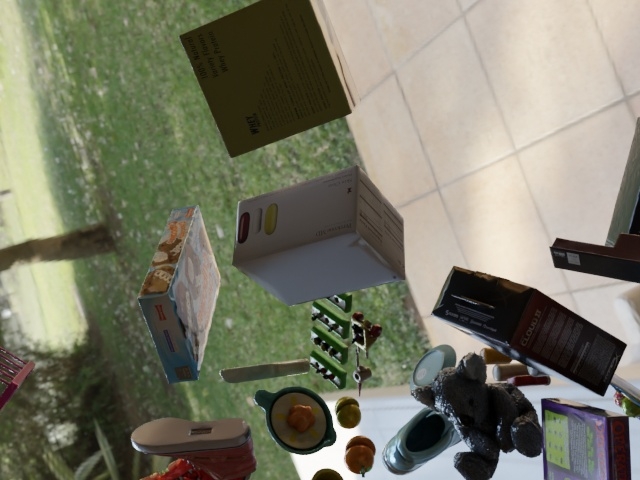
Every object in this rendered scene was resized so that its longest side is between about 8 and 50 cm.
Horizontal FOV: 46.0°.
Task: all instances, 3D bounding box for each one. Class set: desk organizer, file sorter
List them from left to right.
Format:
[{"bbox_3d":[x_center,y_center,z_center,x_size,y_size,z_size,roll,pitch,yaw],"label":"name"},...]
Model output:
[{"bbox_3d":[-0.844,0.360,1.817,0.182,0.202,0.291,35,173,-11],"label":"file sorter"},{"bbox_3d":[0.399,0.018,1.067,0.130,0.050,0.047,11,143,38],"label":"desk organizer"}]

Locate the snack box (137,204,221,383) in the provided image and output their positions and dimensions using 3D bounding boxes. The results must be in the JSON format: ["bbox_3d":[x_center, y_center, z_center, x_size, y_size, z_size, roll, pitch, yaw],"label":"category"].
[{"bbox_3d":[-0.253,0.090,1.406,0.322,0.060,0.187,-89,-12,-60],"label":"snack box"}]

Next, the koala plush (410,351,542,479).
[{"bbox_3d":[0.303,0.331,1.512,0.221,0.203,0.196,40,120,-18],"label":"koala plush"}]

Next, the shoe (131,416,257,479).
[{"bbox_3d":[-0.180,0.304,1.084,0.063,0.178,0.081,-76,-22,-62],"label":"shoe"}]

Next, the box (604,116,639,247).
[{"bbox_3d":[0.694,-0.056,1.340,0.183,0.297,0.293,-28,-50,-78],"label":"box"}]

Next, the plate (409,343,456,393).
[{"bbox_3d":[0.323,0.382,2.217,0.024,0.188,0.188,38,165,-21],"label":"plate"}]

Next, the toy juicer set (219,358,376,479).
[{"bbox_3d":[-0.016,0.325,1.432,0.329,0.209,0.089,52,141,17],"label":"toy juicer set"}]

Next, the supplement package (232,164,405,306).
[{"bbox_3d":[0.000,0.000,1.423,0.204,0.262,0.145,42,-140,-48],"label":"supplement package"}]

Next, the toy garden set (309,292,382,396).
[{"bbox_3d":[0.039,0.222,1.594,0.204,0.049,0.244,32,130,43],"label":"toy garden set"}]

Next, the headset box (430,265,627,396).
[{"bbox_3d":[0.359,0.153,1.348,0.218,0.293,0.110,17,80,60],"label":"headset box"}]

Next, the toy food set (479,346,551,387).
[{"bbox_3d":[0.454,0.257,1.625,0.232,0.105,0.111,136,131,-59],"label":"toy food set"}]

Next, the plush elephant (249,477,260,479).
[{"bbox_3d":[-0.015,0.517,1.130,0.330,0.255,0.271,-22,101,33],"label":"plush elephant"}]

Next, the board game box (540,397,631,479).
[{"bbox_3d":[0.444,0.451,1.263,0.208,0.056,0.346,162,107,-81],"label":"board game box"}]

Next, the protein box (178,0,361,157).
[{"bbox_3d":[-0.071,-0.262,1.161,0.136,0.201,0.199,-62,-48,-71],"label":"protein box"}]

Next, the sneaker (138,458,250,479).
[{"bbox_3d":[-0.228,0.390,1.146,0.107,0.279,0.118,57,-177,23],"label":"sneaker"}]

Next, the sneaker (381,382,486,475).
[{"bbox_3d":[0.322,0.464,1.921,0.135,0.366,0.150,48,151,12],"label":"sneaker"}]

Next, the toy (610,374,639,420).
[{"bbox_3d":[0.637,0.327,1.566,0.237,0.056,0.137,36,-167,5],"label":"toy"}]
